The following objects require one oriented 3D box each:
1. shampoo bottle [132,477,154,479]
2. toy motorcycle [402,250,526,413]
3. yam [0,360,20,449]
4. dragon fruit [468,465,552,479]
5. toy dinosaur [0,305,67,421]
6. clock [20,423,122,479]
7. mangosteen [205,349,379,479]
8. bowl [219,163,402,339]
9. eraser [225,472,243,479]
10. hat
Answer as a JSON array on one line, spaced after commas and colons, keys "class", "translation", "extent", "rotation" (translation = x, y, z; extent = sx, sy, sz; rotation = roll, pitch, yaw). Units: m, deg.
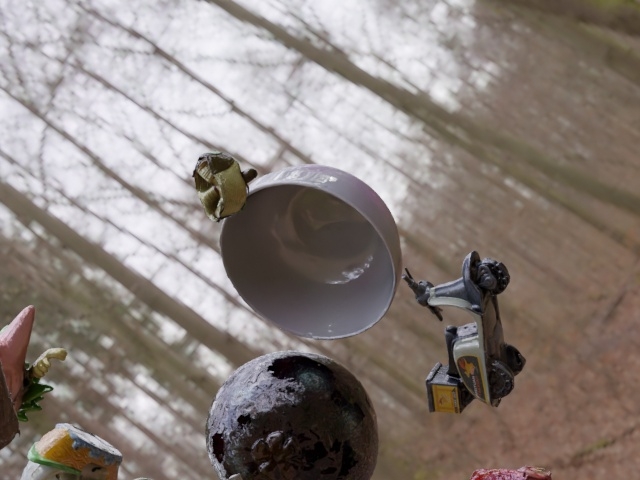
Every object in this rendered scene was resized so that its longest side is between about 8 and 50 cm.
[{"class": "shampoo bottle", "translation": [-0.221, 0.346, 1.480], "extent": [0.162, 0.079, 0.079], "rotation": [-53, -19, 12]}, {"class": "toy motorcycle", "translation": [0.218, 0.136, 1.988], "extent": [0.091, 0.157, 0.263], "rotation": [-47, -48, -55]}, {"class": "yam", "translation": [-0.324, 0.126, 1.215], "extent": [0.079, 0.079, 0.141], "rotation": [-36, -54, -42]}, {"class": "dragon fruit", "translation": [0.279, 0.448, 1.965], "extent": [0.161, 0.126, 0.274], "rotation": [13, -81, -31]}, {"class": "toy dinosaur", "translation": [-0.458, 0.155, 1.795], "extent": [0.194, 0.152, 0.177], "rotation": [-29, -36, -20]}, {"class": "clock", "translation": [-0.396, 0.374, 2.113], "extent": [0.144, 0.103, 0.231], "rotation": [-54, -35, -3]}, {"class": "mangosteen", "translation": [-0.040, 0.306, 2.108], "extent": [0.288, 0.288, 0.288], "rotation": [-46, -21, -23]}, {"class": "bowl", "translation": [0.000, 0.000, 2.063], "extent": [0.144, 0.287, 0.287], "rotation": [-58, -9, -52]}, {"class": "eraser", "translation": [-0.211, 0.444, 1.727], "extent": [0.343, 0.144, 0.078], "rotation": [-36, -11, 22]}, {"class": "hat", "translation": [-0.112, -0.067, 1.573], "extent": [0.059, 0.076, 0.077], "rotation": [-14, -19, -27]}]
